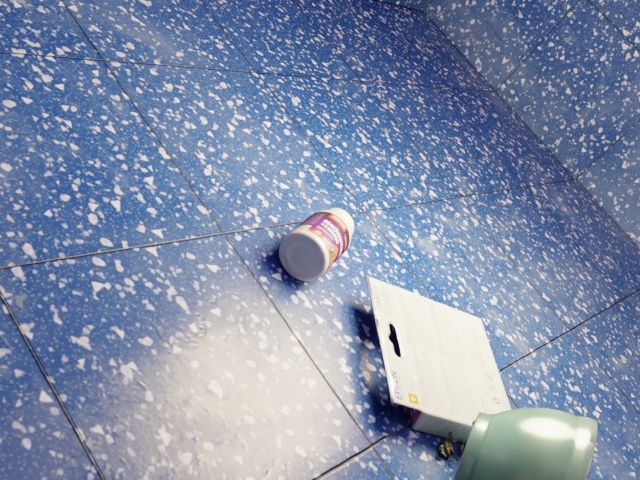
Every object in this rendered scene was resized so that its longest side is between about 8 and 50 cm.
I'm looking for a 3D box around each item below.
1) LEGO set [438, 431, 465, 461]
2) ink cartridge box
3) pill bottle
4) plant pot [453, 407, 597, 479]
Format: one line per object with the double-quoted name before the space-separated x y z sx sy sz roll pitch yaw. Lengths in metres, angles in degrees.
"LEGO set" 0.248 0.399 1.505 0.083 0.023 0.054 40 53 -35
"ink cartridge box" 0.233 0.254 1.622 0.330 0.071 0.324 20 38 -25
"pill bottle" 0.000 0.000 1.641 0.108 0.108 0.193 43 32 3
"plant pot" 0.338 0.415 1.374 0.196 0.293 0.293 20 28 15
